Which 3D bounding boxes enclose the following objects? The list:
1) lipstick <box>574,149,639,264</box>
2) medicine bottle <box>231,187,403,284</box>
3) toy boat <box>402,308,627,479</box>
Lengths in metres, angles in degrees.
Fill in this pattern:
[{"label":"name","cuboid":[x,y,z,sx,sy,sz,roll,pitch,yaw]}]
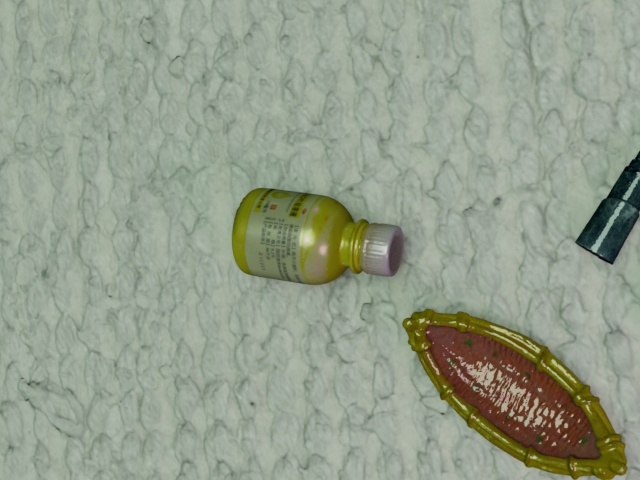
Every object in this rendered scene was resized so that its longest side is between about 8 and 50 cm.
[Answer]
[{"label":"lipstick","cuboid":[0.399,-0.083,1.340,0.053,0.053,0.234,33,95,20]},{"label":"medicine bottle","cuboid":[0.000,0.000,1.445,0.212,0.122,0.122,8,88,21]},{"label":"toy boat","cuboid":[0.241,0.190,1.351,0.318,0.099,0.141,35,101,17]}]
